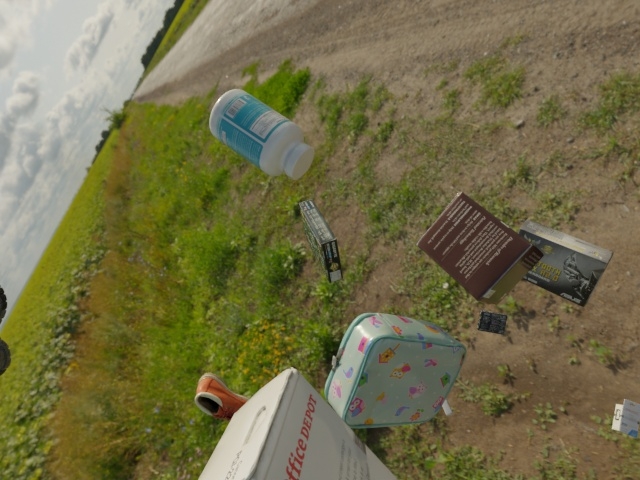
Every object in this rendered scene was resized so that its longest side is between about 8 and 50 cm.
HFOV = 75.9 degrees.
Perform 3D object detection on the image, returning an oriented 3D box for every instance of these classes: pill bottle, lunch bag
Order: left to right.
[{"bbox_3d":[-0.145,-0.263,1.052,0.264,0.146,0.146,36,98,15],"label":"pill bottle"},{"bbox_3d":[0.147,0.272,0.839,0.108,0.278,0.224,42,114,57],"label":"lunch bag"}]

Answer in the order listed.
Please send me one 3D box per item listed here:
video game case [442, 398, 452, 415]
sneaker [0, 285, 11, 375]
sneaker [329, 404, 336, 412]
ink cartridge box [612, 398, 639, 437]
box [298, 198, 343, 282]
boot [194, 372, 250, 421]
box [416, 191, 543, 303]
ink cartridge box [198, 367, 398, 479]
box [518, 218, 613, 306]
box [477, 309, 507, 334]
[{"bbox_3d":[0.449,0.560,1.567,0.025,0.285,0.204,-24,63,8],"label":"video game case"},{"bbox_3d":[-0.961,0.242,1.138,0.111,0.129,0.298,-12,-78,-81],"label":"sneaker"},{"bbox_3d":[0.025,0.532,1.187,0.161,0.075,0.057,-39,22,29],"label":"sneaker"},{"bbox_3d":[0.801,0.462,1.072,0.028,0.048,0.084,93,-163,-76],"label":"ink cartridge box"},{"bbox_3d":[0.000,0.000,1.298,0.051,0.175,0.220,-20,42,-9],"label":"box"},{"bbox_3d":[-0.186,0.340,0.821,0.059,0.157,0.084,-51,9,1],"label":"boot"},{"bbox_3d":[0.379,0.022,0.982,0.167,0.168,0.203,-53,56,15],"label":"box"},{"bbox_3d":[0.003,0.240,0.339,0.092,0.218,0.158,-39,4,13],"label":"ink cartridge box"},{"bbox_3d":[0.674,0.064,1.176,0.230,0.183,0.056,30,54,32],"label":"box"},{"bbox_3d":[0.563,0.268,1.346,0.018,0.083,0.067,-39,-44,-80],"label":"box"}]
